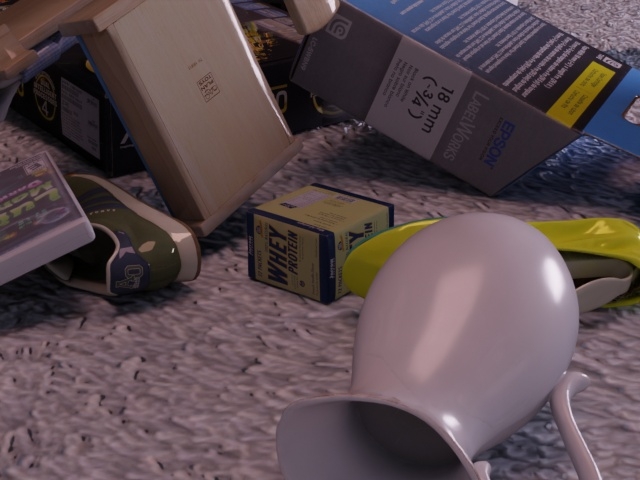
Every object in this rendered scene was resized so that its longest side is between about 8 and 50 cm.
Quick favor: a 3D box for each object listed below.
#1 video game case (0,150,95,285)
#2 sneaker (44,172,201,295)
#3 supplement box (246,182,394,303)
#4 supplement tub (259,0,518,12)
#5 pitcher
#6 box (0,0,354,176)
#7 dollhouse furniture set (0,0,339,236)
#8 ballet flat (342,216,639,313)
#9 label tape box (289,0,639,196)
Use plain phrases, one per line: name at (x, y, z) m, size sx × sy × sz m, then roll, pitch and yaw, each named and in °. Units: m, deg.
video game case at (-0.275, 0.003, 0.960) m, size 0.190 × 0.022 × 0.173 m, roll -26°, pitch 28°, yaw -11°
sneaker at (-0.185, -0.004, 0.992) m, size 0.192 × 0.064 × 0.086 m, roll 21°, pitch 28°, yaw 39°
supplement box at (0.000, 0.000, 0.986) m, size 0.083 × 0.056 × 0.083 m, roll 17°, pitch 28°, yaw 37°
supplement tub at (0.050, -0.310, 1.542) m, size 0.338 × 0.207 × 0.207 m, roll 14°, pitch 27°, yaw 32°
pitcher at (0.096, 0.082, 0.728) m, size 0.178 × 0.125 × 0.207 m, roll 27°, pitch 40°, yaw 11°
box at (-0.191, -0.202, 1.415) m, size 0.318 × 0.097 × 0.395 m, roll -14°, pitch 30°, yaw -34°
dollhouse furniture set at (-0.171, -0.155, 1.148) m, size 0.303 × 0.198 × 0.286 m, roll 3°, pitch 37°, yaw 44°
ballet flat at (0.134, 0.025, 0.909) m, size 0.231 × 0.077 × 0.077 m, roll -4°, pitch 39°, yaw -12°
label tape box at (0.171, -0.145, 1.229) m, size 0.334 × 0.106 × 0.240 m, roll 31°, pitch 30°, yaw 11°
